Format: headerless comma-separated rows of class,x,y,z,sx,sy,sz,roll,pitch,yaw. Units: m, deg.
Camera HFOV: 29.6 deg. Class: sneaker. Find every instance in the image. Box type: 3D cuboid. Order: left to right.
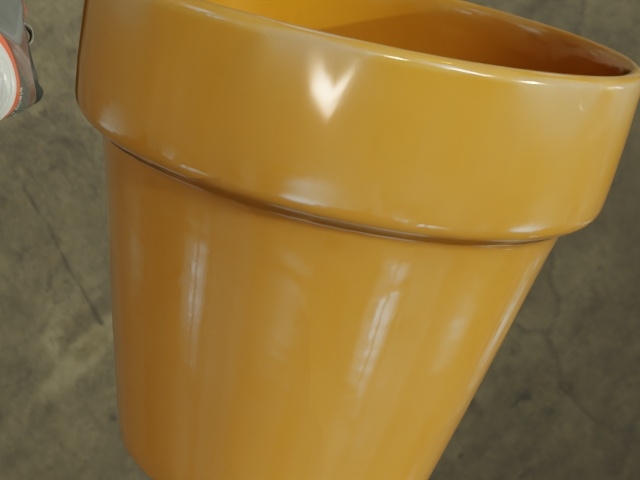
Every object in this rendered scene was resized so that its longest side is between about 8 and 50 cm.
sneaker,-0.204,-0.143,0.701,0.061,0.065,0.158,-15,93,23

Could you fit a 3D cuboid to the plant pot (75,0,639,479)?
plant pot,0.000,0.000,0.475,0.205,0.205,0.188,2,110,-29
